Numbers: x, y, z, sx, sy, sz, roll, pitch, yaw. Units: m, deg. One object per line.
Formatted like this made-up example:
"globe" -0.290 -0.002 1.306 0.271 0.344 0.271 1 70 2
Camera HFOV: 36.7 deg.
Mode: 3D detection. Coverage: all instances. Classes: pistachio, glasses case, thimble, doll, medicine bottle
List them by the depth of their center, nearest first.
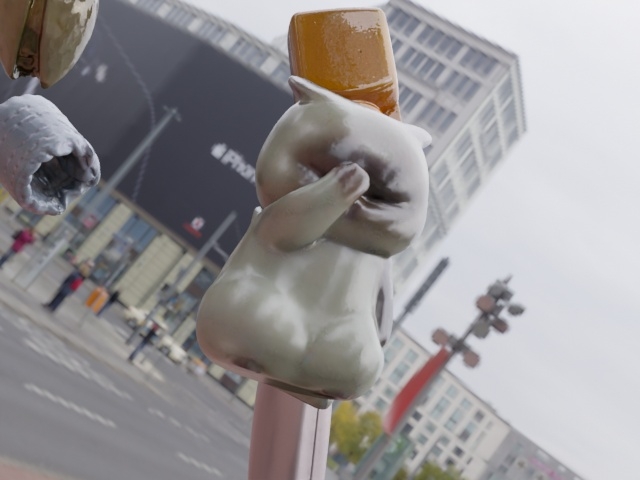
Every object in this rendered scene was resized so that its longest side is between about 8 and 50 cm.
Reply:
"doll" -0.003 0.017 1.084 0.214 0.371 0.226 19 5 -6
"pistachio" -0.336 -0.280 1.181 0.124 0.185 0.124 20 15 -6
"glasses case" -0.043 0.272 1.314 0.075 0.297 0.113 4 5 -38
"thimble" -0.386 -0.114 1.323 0.118 0.127 0.151 46 -9 21
"medicine bottle" 0.034 -0.222 1.405 0.112 0.149 0.222 95 -11 -62
